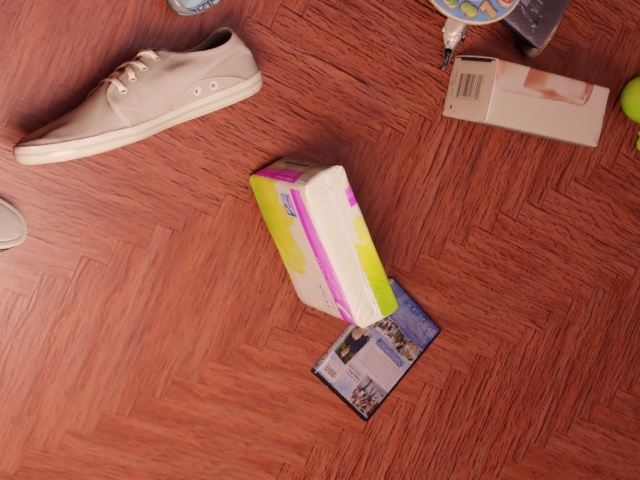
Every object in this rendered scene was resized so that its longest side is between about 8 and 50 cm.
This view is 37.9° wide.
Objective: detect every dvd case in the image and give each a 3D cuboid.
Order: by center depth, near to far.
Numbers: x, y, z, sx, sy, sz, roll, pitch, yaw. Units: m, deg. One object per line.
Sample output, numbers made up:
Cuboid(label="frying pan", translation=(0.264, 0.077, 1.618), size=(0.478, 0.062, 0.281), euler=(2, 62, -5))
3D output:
Cuboid(label="dvd case", translation=(0.118, 0.224, 1.910), size=(0.253, 0.022, 0.180), euler=(-49, 119, -11))

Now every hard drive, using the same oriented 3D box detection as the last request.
Cuboid(label="hard drive", translation=(0.435, -0.533, 1.886), size=(0.172, 0.054, 0.254), euler=(33, 81, -21))

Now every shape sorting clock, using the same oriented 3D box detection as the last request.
Cuboid(label="shape sorting clock", translation=(0.292, -0.510, 1.792), size=(0.206, 0.040, 0.206), euler=(2, 72, -5))

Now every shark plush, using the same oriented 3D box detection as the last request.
Cuboid(label="shark plush", translation=(0.279, -0.412, 1.845), size=(0.067, 0.073, 0.161), euler=(11, 90, -61))

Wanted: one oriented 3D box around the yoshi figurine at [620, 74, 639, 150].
Cuboid(label="yoshi figurine", translation=(0.803, -0.281, 2.111), size=(0.203, 0.203, 0.362), euler=(-32, 139, 25))

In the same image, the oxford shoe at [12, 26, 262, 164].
Cuboid(label="oxford shoe", translation=(-0.297, -0.237, 1.514), size=(0.449, 0.169, 0.130), euler=(-28, 115, -28))

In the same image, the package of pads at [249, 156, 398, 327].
Cuboid(label="package of pads", translation=(0.000, 0.000, 1.682), size=(0.101, 0.229, 0.296), euler=(-31, 112, -22))

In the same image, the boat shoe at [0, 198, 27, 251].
Cuboid(label="boat shoe", translation=(-0.612, -0.030, 1.435), size=(0.303, 0.091, 0.114), euler=(15, 49, -28))

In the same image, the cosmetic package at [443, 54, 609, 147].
Cuboid(label="cosmetic package", translation=(0.417, -0.281, 1.888), size=(0.296, 0.153, 0.129), euler=(8, 98, -30))

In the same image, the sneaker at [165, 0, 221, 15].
Cuboid(label="sneaker", translation=(-0.146, -0.467, 1.565), size=(0.262, 0.125, 0.104), euler=(-36, 114, -17))

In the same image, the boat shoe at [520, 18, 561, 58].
Cuboid(label="boat shoe", translation=(0.464, -0.437, 1.943), size=(0.135, 0.050, 0.045), euler=(-51, 142, -9))
